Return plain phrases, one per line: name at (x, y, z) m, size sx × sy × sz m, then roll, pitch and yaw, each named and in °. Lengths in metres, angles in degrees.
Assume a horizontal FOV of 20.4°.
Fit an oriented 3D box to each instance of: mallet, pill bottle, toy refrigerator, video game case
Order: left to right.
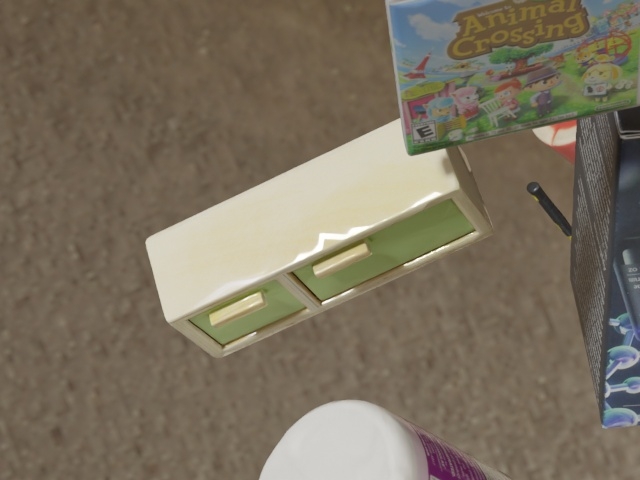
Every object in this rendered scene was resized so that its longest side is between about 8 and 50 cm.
toy refrigerator at (0.000, 0.000, 1.501) m, size 0.102 × 0.269 × 0.094 m, roll 46°, pitch 23°, yaw -59°
pill bottle at (0.096, 0.264, 1.569) m, size 0.301 × 0.169 × 0.169 m, roll 33°, pitch 41°, yaw -41°
video game case at (0.158, -0.144, 1.299) m, size 0.193 × 0.212 × 0.023 m, roll 78°, pitch 0°, yaw -57°
mallet at (0.289, -0.008, 2.082) m, size 0.189 × 0.039 × 0.062 m, roll 46°, pitch -6°, yaw -28°

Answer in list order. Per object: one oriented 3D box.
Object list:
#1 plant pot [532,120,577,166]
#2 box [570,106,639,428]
plant pot at (0.400, -0.167, 2.148) m, size 0.243 × 0.275 × 0.275 m, roll 20°, pitch 48°, yaw -28°
box at (0.397, -0.033, 1.668) m, size 0.395 × 0.293 × 0.212 m, roll 84°, pitch 2°, yaw -46°
